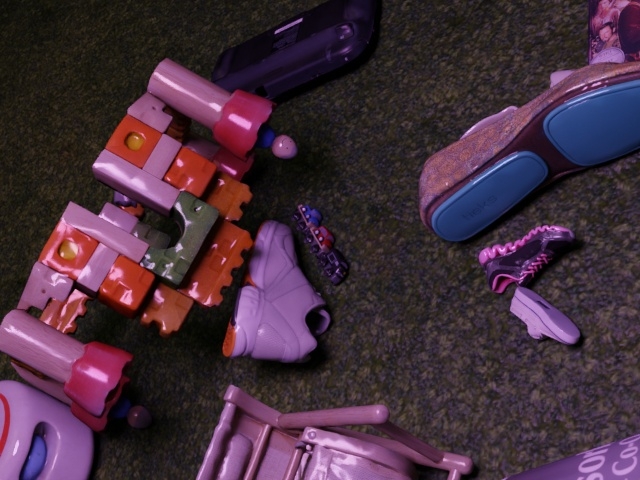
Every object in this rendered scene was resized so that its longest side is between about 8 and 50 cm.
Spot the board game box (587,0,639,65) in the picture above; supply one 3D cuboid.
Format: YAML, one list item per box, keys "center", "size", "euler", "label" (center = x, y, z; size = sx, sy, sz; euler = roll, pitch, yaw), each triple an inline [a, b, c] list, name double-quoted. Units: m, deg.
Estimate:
- center: [0.423, -0.262, 1.291]
  size: [0.243, 0.042, 0.165]
  euler: [-17, 50, 34]
  label: "board game box"

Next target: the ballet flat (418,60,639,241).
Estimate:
- center: [0.255, -0.124, 1.287]
  size: [0.348, 0.123, 0.123]
  euler: [-32, 43, 25]
  label: "ballet flat"

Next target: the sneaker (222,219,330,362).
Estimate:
- center: [-0.045, 0.073, 1.443]
  size: [0.262, 0.121, 0.099]
  euler: [-79, 7, -56]
  label: "sneaker"

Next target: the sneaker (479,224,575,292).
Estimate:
- center: [0.230, 0.024, 1.253]
  size: [0.119, 0.047, 0.057]
  euler: [-26, 51, 37]
  label: "sneaker"

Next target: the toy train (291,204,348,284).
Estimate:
- center: [0.000, 0.000, 1.494]
  size: [0.036, 0.027, 0.158]
  euler: [-39, 41, 8]
  label: "toy train"

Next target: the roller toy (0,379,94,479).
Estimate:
- center: [-0.418, 0.291, 1.550]
  size: [0.191, 0.146, 0.209]
  euler: [-47, 40, 14]
  label: "roller toy"

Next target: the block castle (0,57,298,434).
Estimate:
- center: [-0.214, 0.019, 1.483]
  size: [0.453, 0.212, 0.303]
  euler: [-62, 2, -17]
  label: "block castle"

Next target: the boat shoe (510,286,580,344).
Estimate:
- center: [0.235, 0.088, 1.207]
  size: [0.100, 0.035, 0.035]
  euler: [43, 120, 47]
  label: "boat shoe"

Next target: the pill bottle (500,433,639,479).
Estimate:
- center: [0.245, 0.271, 0.912]
  size: [0.363, 0.210, 0.210]
  euler: [-26, 45, 27]
  label: "pill bottle"

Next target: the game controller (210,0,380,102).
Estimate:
- center: [-0.048, -0.283, 1.746]
  size: [0.319, 0.067, 0.166]
  euler: [-19, 34, 32]
  label: "game controller"

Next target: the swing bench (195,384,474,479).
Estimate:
- center: [-0.016, 0.303, 1.174]
  size: [0.254, 0.165, 0.253]
  euler: [-3, 59, 48]
  label: "swing bench"
